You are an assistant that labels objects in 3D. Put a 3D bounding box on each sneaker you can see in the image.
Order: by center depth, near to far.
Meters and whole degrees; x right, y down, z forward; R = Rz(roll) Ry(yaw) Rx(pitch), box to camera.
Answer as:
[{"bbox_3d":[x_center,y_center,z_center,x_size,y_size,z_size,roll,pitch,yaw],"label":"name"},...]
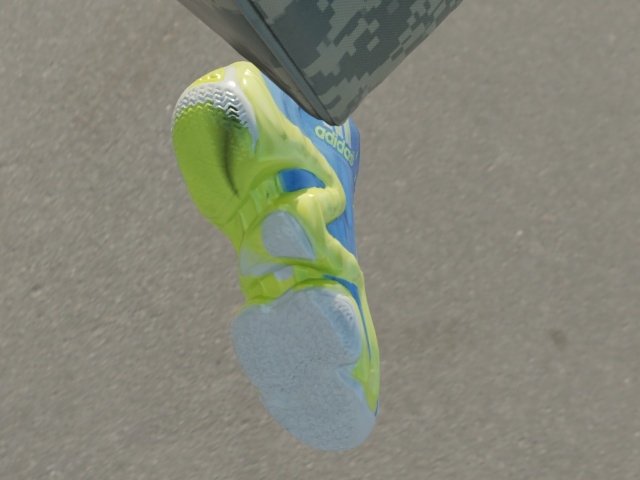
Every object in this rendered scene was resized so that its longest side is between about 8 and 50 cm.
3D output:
[{"bbox_3d":[0.000,0.000,0.823,0.126,0.091,0.240,-41,121,-50],"label":"sneaker"}]

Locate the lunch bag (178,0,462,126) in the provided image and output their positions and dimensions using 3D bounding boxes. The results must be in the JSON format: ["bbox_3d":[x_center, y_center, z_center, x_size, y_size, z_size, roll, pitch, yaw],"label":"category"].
[{"bbox_3d":[-0.016,-0.232,0.534,0.256,0.212,0.305,-47,60,1],"label":"lunch bag"}]
